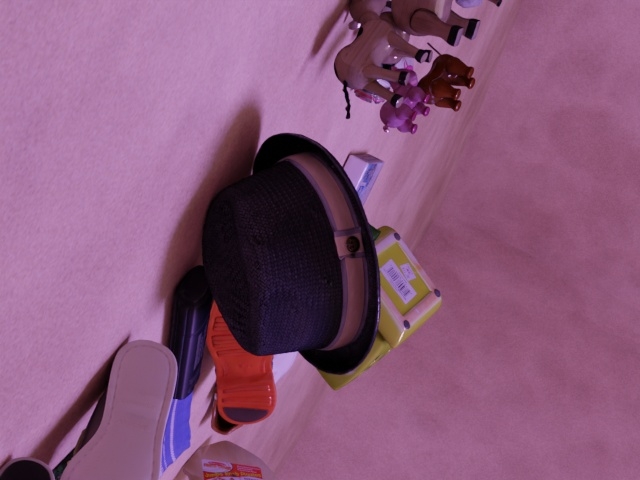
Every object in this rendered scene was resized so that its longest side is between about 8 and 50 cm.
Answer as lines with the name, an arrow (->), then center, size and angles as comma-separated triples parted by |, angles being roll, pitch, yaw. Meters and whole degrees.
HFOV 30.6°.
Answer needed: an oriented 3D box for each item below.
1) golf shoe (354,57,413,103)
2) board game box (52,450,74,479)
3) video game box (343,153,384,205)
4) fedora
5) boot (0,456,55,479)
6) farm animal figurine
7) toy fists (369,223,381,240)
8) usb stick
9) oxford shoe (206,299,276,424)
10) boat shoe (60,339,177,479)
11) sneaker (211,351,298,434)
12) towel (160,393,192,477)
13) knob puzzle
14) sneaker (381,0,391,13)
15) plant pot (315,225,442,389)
golf shoe -> 0.124, -0.306, 2.037 | 0.186, 0.068, 0.086 | -50, 163, -53
board game box -> -0.311, 0.309, 1.550 | 0.259, 0.030, 0.136 | -47, 160, -57
video game box -> 0.052, -0.075, 2.359 | 0.205, 0.048, 0.187 | -64, 172, 10
fedora -> -0.060, 0.031, 1.542 | 0.153, 0.334, 0.334 | -15, 142, -30
boot -> -0.367, 0.374, 1.267 | 0.244, 0.088, 0.176 | -59, 172, -41
farm animal figurine -> 0.133, -0.330, 1.753 | 0.330, 0.172, 0.326 | -2, 117, -67
toy fists -> 0.000, 0.000, 2.018 | 0.096, 0.142, 0.279 | -54, 174, 23
usb stick -> -0.188, 0.137, 1.673 | 0.278, 0.045, 0.077 | 105, 8, -52
oxford shoe -> -0.127, 0.136, 1.892 | 0.132, 0.130, 0.363 | -101, -165, -47
boat shoe -> -0.244, 0.265, 1.411 | 0.091, 0.109, 0.305 | 114, -8, -49
sneaker -> -0.121, 0.244, 2.135 | 0.290, 0.106, 0.123 | -66, 172, 30
towel -> -0.291, 0.376, 1.805 | 0.336, 0.040, 0.243 | -55, 167, -36
knob puzzle -> -0.173, 0.459, 2.255 | 0.213, 0.213, 0.030 | -45, 159, -61
sneaker -> 0.108, -0.350, 1.921 | 0.043, 0.040, 0.109 | -55, 168, -27
plant pot -> 0.083, 0.115, 2.232 | 0.207, 0.228, 0.227 | -35, 180, 39
